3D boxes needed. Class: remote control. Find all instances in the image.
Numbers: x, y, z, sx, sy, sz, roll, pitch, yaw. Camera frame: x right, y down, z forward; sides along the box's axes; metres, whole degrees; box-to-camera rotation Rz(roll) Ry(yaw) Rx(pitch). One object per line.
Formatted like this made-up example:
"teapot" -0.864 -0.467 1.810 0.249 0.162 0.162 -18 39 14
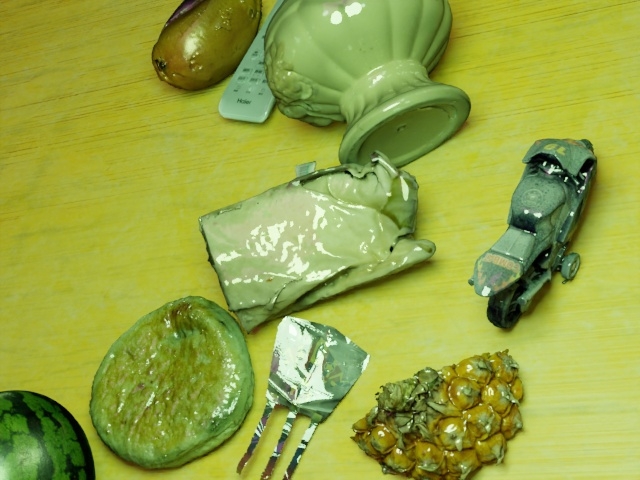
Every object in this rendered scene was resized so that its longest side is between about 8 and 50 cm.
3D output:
"remote control" -0.079 -0.330 1.640 0.103 0.051 0.293 12 65 28

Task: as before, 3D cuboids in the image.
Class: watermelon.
"watermelon" -0.463 0.357 1.291 0.285 0.285 0.285 -11 59 18

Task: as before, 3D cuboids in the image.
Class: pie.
"pie" -0.224 0.218 1.391 0.277 0.078 0.277 -13 59 23

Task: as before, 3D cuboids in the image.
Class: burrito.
"burrito" 0.001 0.003 1.365 0.331 0.135 0.190 -20 71 9

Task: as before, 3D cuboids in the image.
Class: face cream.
"face cream" -0.025 -0.081 1.494 0.038 0.020 0.115 -12 58 19

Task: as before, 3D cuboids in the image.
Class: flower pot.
"flower pot" 0.078 -0.252 1.393 0.307 0.307 0.244 -28 69 8

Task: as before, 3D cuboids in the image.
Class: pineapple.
"pineapple" 0.152 0.234 1.161 0.249 0.164 0.140 -27 63 4

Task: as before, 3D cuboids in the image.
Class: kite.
"kite" -0.034 0.232 1.302 0.141 0.015 0.245 24 78 6

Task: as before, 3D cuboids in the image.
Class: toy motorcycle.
"toy motorcycle" 0.295 -0.028 1.231 0.108 0.173 0.307 21 71 30

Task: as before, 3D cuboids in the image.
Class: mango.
"mango" -0.199 -0.374 1.663 0.249 0.151 0.156 -54 15 -20
